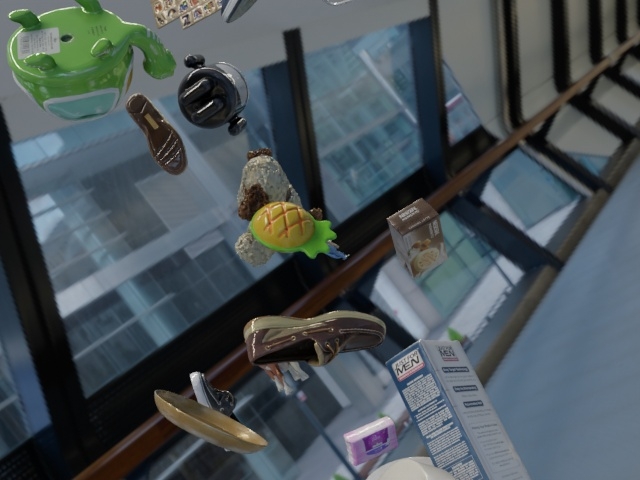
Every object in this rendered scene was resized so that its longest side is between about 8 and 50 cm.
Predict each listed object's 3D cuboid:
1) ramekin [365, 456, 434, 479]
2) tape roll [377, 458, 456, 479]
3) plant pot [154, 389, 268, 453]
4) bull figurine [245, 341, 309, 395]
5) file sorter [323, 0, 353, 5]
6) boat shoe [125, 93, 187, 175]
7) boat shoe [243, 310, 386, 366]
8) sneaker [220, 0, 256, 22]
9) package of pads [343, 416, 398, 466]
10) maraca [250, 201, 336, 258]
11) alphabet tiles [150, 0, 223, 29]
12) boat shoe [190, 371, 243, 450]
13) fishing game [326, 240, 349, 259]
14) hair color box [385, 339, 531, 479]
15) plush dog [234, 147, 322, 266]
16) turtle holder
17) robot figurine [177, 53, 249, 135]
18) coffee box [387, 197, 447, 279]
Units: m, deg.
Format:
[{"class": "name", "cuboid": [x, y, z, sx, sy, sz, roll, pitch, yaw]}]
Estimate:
[{"class": "ramekin", "cuboid": [0.229, 0.633, 1.647, 0.277, 0.277, 0.135, -38, 22, 24]}, {"class": "tape roll", "cuboid": [0.136, 0.578, 1.266, 0.392, 0.072, 0.391, -161, 90, -79]}, {"class": "plant pot", "cuboid": [-0.211, 0.347, 1.376, 0.032, 0.236, 0.236, -64, 4, -9]}, {"class": "bull figurine", "cuboid": [-0.125, 0.314, 1.978, 0.101, 0.188, 0.310, -35, -1, -8]}, {"class": "file sorter", "cuboid": [0.063, -0.736, 1.742, 0.173, 0.193, 0.277, 7, 73, 52]}, {"class": "boat shoe", "cuboid": [-0.439, -0.291, 2.023, 0.095, 0.257, 0.095, -30, -7, 3]}, {"class": "boat shoe", "cuboid": [-0.006, 0.248, 1.713, 0.342, 0.123, 0.123, 2, -46, -14]}, {"class": "sneaker", "cuboid": [-0.165, -0.527, 1.322, 0.226, 0.163, 0.086, -54, -5, 34]}, {"class": "package of pads", "cuboid": [0.080, 0.319, 1.162, 0.083, 0.050, 0.032, -19, 22, -20]}, {"class": "maraca", "cuboid": [-0.060, -0.022, 1.569, 0.099, 0.186, 0.127, 94, -162, -55]}, {"class": "alphabet tiles", "cuboid": [-0.373, -0.689, 2.024, 0.237, 0.198, 0.009, -20, -11, 24]}, {"class": "boat shoe", "cuboid": [-0.221, 0.377, 1.640, 0.076, 0.228, 0.080, -24, 25, -7]}, {"class": "fishing game", "cuboid": [0.000, 0.000, 2.108, 0.041, 0.189, 0.264, -61, -5, -7]}, {"class": "hair color box", "cuboid": [0.285, 0.379, 1.497, 0.105, 0.347, 0.174, -38, -29, 27]}, {"class": "plush dog", "cuboid": [-0.121, -0.099, 1.756, 0.211, 0.225, 0.262, -12, 48, 10]}, {"class": "turtle holder", "cuboid": [-0.516, -0.400, 1.621, 0.320, 0.243, 0.227, -38, -27, -25]}, {"class": "robot figurine", "cuboid": [-0.298, -0.413, 2.062, 0.278, 0.174, 0.209, -64, -18, -69]}, {"class": "coffee box", "cuboid": [0.320, -0.003, 2.380, 0.141, 0.098, 0.246, -31, -40, -8]}]
